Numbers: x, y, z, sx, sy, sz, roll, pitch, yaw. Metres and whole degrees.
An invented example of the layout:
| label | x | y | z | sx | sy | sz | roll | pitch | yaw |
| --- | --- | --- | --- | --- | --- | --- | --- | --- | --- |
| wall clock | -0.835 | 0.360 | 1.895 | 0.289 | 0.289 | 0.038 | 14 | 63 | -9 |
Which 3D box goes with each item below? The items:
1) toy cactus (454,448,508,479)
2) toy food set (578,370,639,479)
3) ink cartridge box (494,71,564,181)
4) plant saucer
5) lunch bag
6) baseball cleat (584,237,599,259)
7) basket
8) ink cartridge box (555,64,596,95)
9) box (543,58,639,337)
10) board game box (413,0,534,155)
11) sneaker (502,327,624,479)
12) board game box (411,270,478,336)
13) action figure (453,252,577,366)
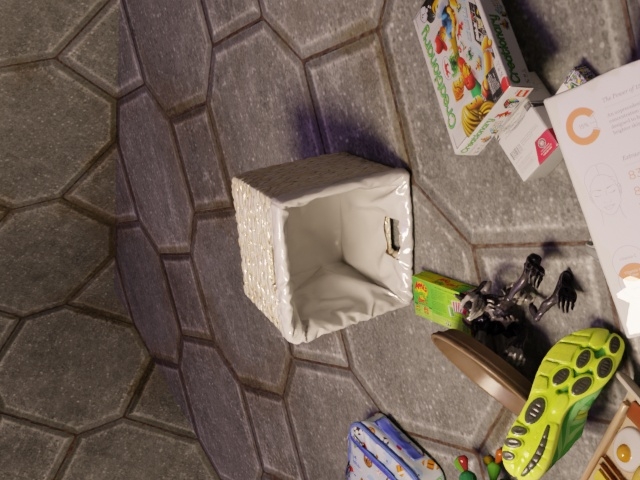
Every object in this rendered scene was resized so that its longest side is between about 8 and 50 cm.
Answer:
| label | x | y | z | sx | sy | sz | roll | pitch | yaw |
| --- | --- | --- | --- | --- | --- | --- | --- | --- | --- |
| toy cactus | 0.346 | 0.518 | 1.758 | 0.219 | 0.180 | 0.112 | 47 | 122 | 30 |
| toy food set | 0.492 | 0.401 | 1.408 | 0.220 | 0.092 | 0.306 | -120 | 42 | -53 |
| ink cartridge box | 0.353 | -0.194 | 1.456 | 0.150 | 0.063 | 0.109 | 63 | 149 | 20 |
| plant saucer | 0.328 | 0.257 | 1.636 | 0.278 | 0.041 | 0.278 | 40 | 174 | 5 |
| lunch bag | 0.176 | 0.580 | 2.144 | 0.303 | 0.115 | 0.243 | 35 | 132 | 46 |
| baseball cleat | 0.497 | 0.053 | 1.335 | 0.206 | 0.072 | 0.110 | 19 | 121 | 57 |
| basket | 0.000 | 0.000 | 1.905 | 0.266 | 0.331 | 0.328 | 29 | 129 | 54 |
| ink cartridge box | 0.426 | -0.214 | 1.353 | 0.115 | 0.029 | 0.063 | 58 | 148 | 25 |
| box | 0.479 | -0.072 | 1.144 | 0.215 | 0.168 | 0.345 | -20 | 87 | 44 |
| board game box | 0.256 | -0.327 | 1.484 | 0.193 | 0.053 | 0.305 | 123 | 140 | -55 |
| sneaker | 0.410 | 0.275 | 1.470 | 0.109 | 0.123 | 0.296 | 35 | 91 | 28 |
| board game box | 0.267 | 0.130 | 1.804 | 0.181 | 0.043 | 0.092 | 19 | 121 | 55 |
| action figure | 0.335 | 0.135 | 1.581 | 0.164 | 0.141 | 0.276 | 39 | 142 | -1 |
